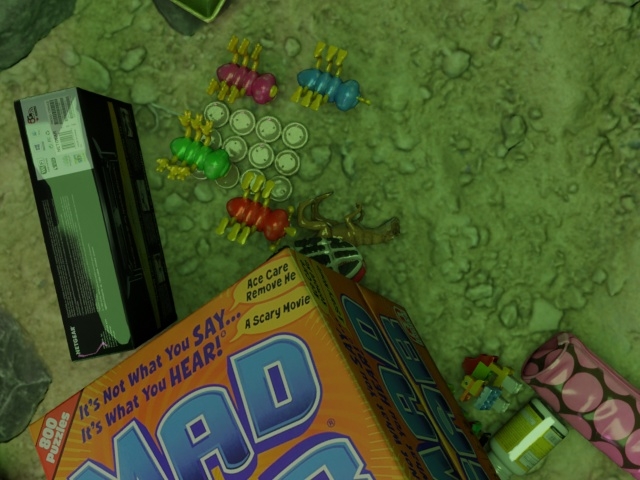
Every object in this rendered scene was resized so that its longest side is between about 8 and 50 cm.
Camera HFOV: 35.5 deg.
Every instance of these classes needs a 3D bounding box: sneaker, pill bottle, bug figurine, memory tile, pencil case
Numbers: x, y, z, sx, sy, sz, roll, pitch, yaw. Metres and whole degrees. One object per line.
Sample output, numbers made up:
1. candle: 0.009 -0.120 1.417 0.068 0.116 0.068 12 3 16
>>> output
1. sneaker: -0.048 0.098 1.305 0.279 0.107 0.118 -34 130 16
2. pill bottle: 0.263 0.267 1.312 0.116 0.065 0.065 -44 90 5
3. bug figurine: -0.075 -0.134 1.284 0.216 0.072 0.279 28 85 16
4. memory tile: -0.097 -0.118 1.341 0.148 0.012 0.113 16 94 2
5. pencil case: 0.364 0.207 1.290 0.209 0.095 0.098 38 126 0

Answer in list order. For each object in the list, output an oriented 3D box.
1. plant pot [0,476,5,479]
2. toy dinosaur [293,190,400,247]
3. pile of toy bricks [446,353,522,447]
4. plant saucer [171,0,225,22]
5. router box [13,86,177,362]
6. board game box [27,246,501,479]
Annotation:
1. plant pot: -0.553 0.404 1.300 0.293 0.275 0.275 -10 93 -12
2. toy dinosaur: 0.000 0.000 1.316 0.211 0.064 0.112 -20 93 5
3. pile of toy bricks: 0.154 0.235 1.309 0.105 0.118 0.212 39 107 34
4. plant saucer: -0.172 -0.409 1.313 0.188 0.045 0.188 31 95 2
5. router box: -0.270 -0.024 1.243 0.081 0.243 0.309 -12 92 4
6. board game box: -0.027 0.283 1.111 0.356 0.356 0.357 -35 65 13
